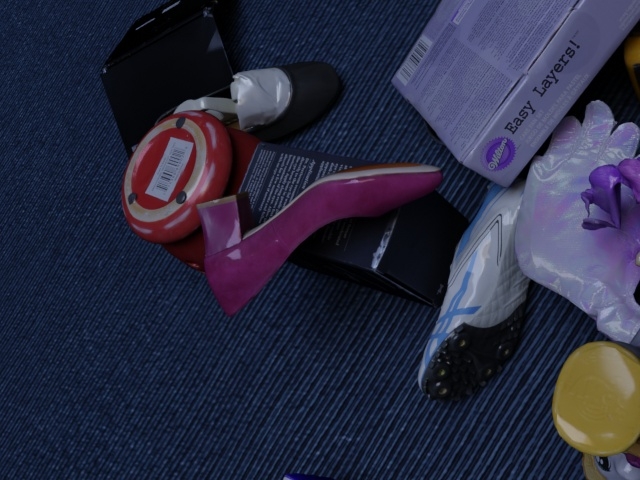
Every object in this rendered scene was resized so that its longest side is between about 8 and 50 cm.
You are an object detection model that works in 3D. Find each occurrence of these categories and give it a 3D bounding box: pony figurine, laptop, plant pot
[{"bbox_3d":[0.256,0.037,0.489,0.302,0.363,0.351,19,74,24],"label":"pony figurine"},{"bbox_3d":[-0.216,-0.284,1.122,0.234,0.136,0.264,-18,37,27],"label":"laptop"},{"bbox_3d":[-0.139,-0.058,0.883,0.191,0.174,0.191,-15,63,31],"label":"plant pot"}]

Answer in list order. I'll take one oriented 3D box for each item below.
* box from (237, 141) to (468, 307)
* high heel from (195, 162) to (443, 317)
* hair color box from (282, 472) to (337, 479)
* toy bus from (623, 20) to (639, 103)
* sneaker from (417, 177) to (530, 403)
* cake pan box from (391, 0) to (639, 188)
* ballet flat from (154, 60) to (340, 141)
[{"bbox_3d":[0.030,-0.018,0.764,0.207,0.153,0.108,15,80,36],"label":"box"},{"bbox_3d":[0.000,0.000,0.650,0.244,0.082,0.117,-11,97,15],"label":"high heel"},{"bbox_3d":[0.004,0.413,0.641,0.185,0.110,0.339,15,79,36],"label":"hair color box"},{"bbox_3d":[0.370,-0.295,0.673,0.130,0.108,0.333,2,73,33],"label":"toy bus"},{"bbox_3d":[0.160,0.049,0.705,0.237,0.085,0.086,-65,26,0],"label":"sneaker"},{"bbox_3d":[0.189,-0.209,0.695,0.267,0.070,0.246,-56,23,19],"label":"cake pan box"},{"bbox_3d":[-0.110,-0.174,0.951,0.280,0.096,0.095,-17,77,27],"label":"ballet flat"}]
